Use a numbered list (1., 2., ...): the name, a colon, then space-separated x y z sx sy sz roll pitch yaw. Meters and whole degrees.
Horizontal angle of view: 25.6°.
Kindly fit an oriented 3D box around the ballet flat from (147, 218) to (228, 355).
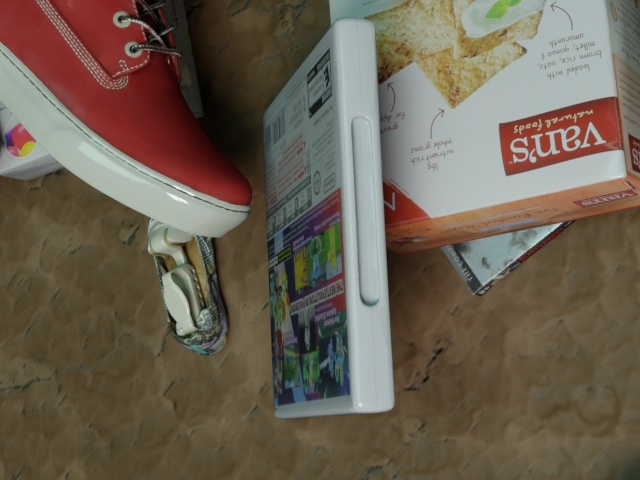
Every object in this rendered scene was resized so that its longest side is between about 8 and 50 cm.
1. ballet flat: -0.084 0.014 0.850 0.041 0.041 0.114 -23 74 25

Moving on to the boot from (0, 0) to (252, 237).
1. boot: -0.099 -0.130 0.781 0.244 0.088 0.176 42 102 19

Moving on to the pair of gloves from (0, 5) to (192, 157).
1. pair of gloves: -0.201 -0.149 0.887 0.240 0.042 0.204 -16 78 26

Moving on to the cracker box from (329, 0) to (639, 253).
1. cracker box: 0.086 -0.121 0.743 0.156 0.067 0.232 -13 74 30

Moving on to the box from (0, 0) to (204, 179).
1. box: -0.158 -0.149 0.909 0.145 0.038 0.186 -17 76 26

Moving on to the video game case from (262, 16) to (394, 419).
1. video game case: 0.000 0.000 0.736 0.023 0.201 0.183 -1 82 -13

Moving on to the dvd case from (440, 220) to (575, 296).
1. dvd case: 0.107 -0.039 0.767 0.119 0.013 0.087 -40 68 20
